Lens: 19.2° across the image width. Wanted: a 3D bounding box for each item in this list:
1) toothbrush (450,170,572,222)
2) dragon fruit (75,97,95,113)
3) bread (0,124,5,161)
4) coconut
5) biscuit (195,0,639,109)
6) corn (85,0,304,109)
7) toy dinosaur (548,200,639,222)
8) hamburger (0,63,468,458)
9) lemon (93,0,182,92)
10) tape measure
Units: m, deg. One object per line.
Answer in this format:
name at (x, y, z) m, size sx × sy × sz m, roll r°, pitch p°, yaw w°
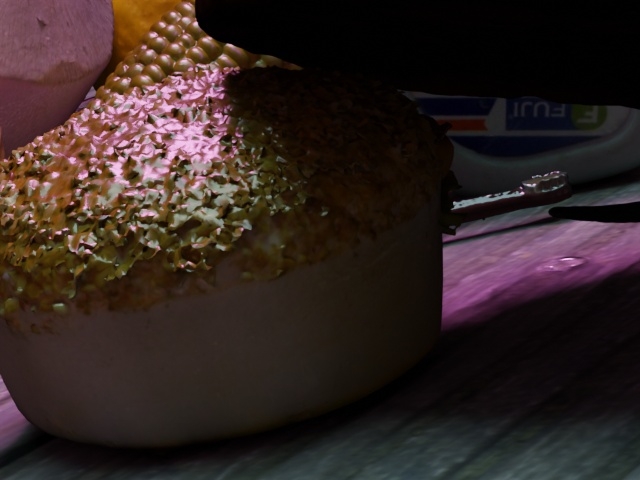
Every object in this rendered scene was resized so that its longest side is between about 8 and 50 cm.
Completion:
toothbrush at (0.000, 0.001, 1.314) m, size 0.364 × 0.041 × 0.041 m, roll -12°, pitch 13°, yaw -5°
dragon fruit at (-0.234, -0.131, 2.055) m, size 0.083 × 0.056 × 0.060 m, roll -8°, pitch 14°, yaw 21°
bread at (-0.342, -0.043, 1.493) m, size 0.197 × 0.170 × 0.197 m, roll -11°, pitch 14°, yaw 3°
coconut at (-0.358, -0.206, 1.817) m, size 0.309 × 0.297 × 0.297 m, roll -50°, pitch -12°, yaw 34°
biscuit at (0.136, -0.135, 1.014) m, size 0.407 × 0.091 × 0.407 m, roll 5°, pitch -3°, yaw 0°
corn at (-0.098, -0.094, 1.402) m, size 0.347 × 0.130 × 0.130 m, roll -50°, pitch 28°, yaw -19°
toy dinosaur at (0.370, -0.019, 1.028) m, size 0.447 × 0.087 × 0.301 m, roll -14°, pitch 19°, yaw -4°
hamburger at (-0.063, -0.003, 1.057) m, size 0.276 × 0.179 × 0.294 m, roll -4°, pitch 14°, yaw 26°
lemon at (-0.136, -0.217, 1.971) m, size 0.233 × 0.233 × 0.288 m, roll -9°, pitch 10°, yaw 10°
tape measure at (0.139, -0.158, 1.428) m, size 0.243 × 0.246 × 0.125 m, roll 1°, pitch 14°, yaw 1°
